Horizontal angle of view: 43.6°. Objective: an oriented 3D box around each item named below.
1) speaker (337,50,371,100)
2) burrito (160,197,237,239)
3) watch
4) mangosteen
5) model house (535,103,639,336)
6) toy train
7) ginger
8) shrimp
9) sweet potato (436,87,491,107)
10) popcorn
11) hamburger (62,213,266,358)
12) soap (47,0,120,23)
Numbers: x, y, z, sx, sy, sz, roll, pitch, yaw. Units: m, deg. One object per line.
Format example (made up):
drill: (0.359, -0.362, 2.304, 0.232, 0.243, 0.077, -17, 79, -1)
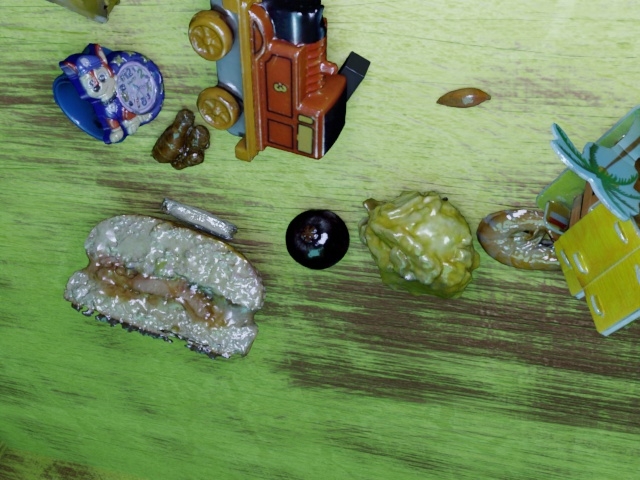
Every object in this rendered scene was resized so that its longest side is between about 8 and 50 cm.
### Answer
speaker: (0.025, -0.250, 1.414, 0.040, 0.046, 0.191, 29, 143, -9)
burrito: (-0.277, -0.050, 1.824, 0.185, 0.041, 0.045, 24, 102, -3)
watch: (-0.412, -0.280, 1.513, 0.200, 0.171, 0.196, -1, 128, 44)
mangosteen: (0.000, 0.000, 1.693, 0.137, 0.137, 0.151, 4, 175, 22)
model house: (0.434, -0.020, 1.272, 0.340, 0.324, 0.300, 27, 143, -8)
toy train: (-0.074, -0.274, 1.308, 0.231, 0.163, 0.369, 17, 139, 15)
ginger: (-0.274, -0.190, 1.614, 0.103, 0.073, 0.162, 32, 141, -15)
shrimp: (0.440, 0.003, 1.523, 0.287, 0.063, 0.152, 9, 135, 17)
sweet potato: (0.237, -0.237, 1.337, 0.095, 0.034, 0.034, -3, 137, 25)
popcorn: (0.190, 0.000, 1.560, 0.266, 0.192, 0.233, 33, 166, 25)
hamburger: (-0.330, 0.103, 1.859, 0.445, 0.268, 0.287, 16, 173, 5)
soap: (-0.450, -0.470, 1.345, 0.233, 0.076, 0.135, 24, 142, -3)
